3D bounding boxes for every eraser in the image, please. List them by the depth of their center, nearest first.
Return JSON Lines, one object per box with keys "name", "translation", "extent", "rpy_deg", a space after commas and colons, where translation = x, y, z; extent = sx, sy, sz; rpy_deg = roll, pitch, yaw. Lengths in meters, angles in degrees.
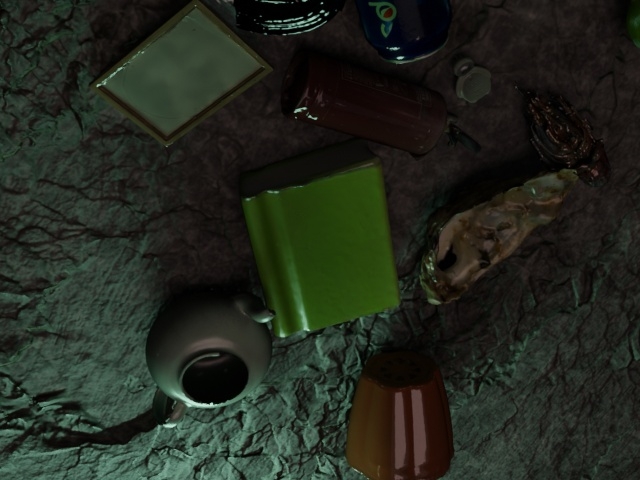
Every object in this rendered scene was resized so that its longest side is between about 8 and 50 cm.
{"name": "eraser", "translation": [0.000, 0.000, 1.349], "extent": [0.210, 0.092, 0.274], "rpy_deg": [-16, 128, -3]}

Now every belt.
{"name": "belt", "translation": [-0.060, -0.317, 1.070], "extent": [0.199, 0.078, 0.151], "rpy_deg": [5, 143, 20]}

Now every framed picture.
{"name": "framed picture", "translation": [-0.177, -0.208, 1.166], "extent": [0.201, 0.010, 0.136], "rpy_deg": [-30, 128, 29]}

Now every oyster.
{"name": "oyster", "translation": [0.260, -0.023, 1.393], "extent": [0.294, 0.094, 0.166], "rpy_deg": [-31, 125, 12]}

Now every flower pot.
{"name": "flower pot", "translation": [0.133, 0.288, 1.538], "extent": [0.191, 0.190, 0.173], "rpy_deg": [-7, 115, -10]}

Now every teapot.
{"name": "teapot", "translation": [-0.168, 0.174, 1.399], "extent": [0.193, 0.129, 0.294], "rpy_deg": [28, 113, -29]}

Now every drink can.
{"name": "drink can", "translation": [0.092, -0.327, 1.127], "extent": [0.118, 0.118, 0.204], "rpy_deg": [-21, 125, 0]}

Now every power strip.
{"name": "power strip", "translation": [0.208, -0.228, 1.286], "extent": [0.055, 0.035, 0.083], "rpy_deg": [-35, 139, 10]}

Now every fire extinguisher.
{"name": "fire extinguisher", "translation": [0.087, -0.173, 1.241], "extent": [0.269, 0.104, 0.104], "rpy_deg": [14, 119, -24]}

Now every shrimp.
{"name": "shrimp", "translation": [0.346, -0.155, 1.342], "extent": [0.090, 0.079, 0.233], "rpy_deg": [-44, 119, 11]}

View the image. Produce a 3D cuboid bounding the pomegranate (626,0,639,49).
{"name": "pomegranate", "translation": [0.466, -0.322, 1.219], "extent": [0.205, 0.159, 0.159], "rpy_deg": [26, 117, -1]}
